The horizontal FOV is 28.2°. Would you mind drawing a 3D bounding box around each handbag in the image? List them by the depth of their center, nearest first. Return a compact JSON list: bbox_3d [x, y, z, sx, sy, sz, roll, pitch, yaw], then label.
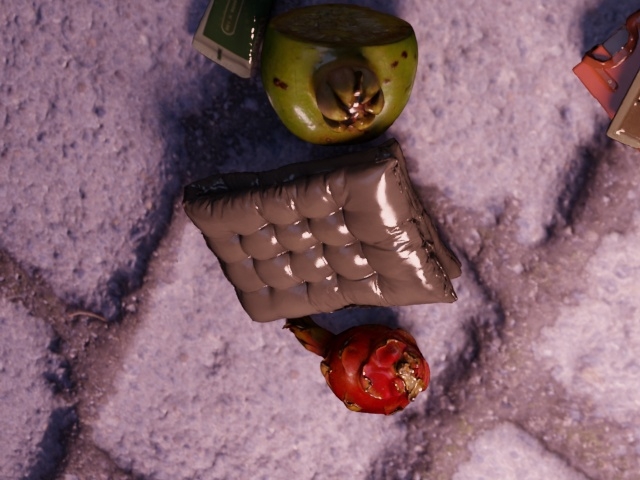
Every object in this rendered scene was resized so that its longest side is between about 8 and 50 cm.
[{"bbox_3d":[0.399,-0.171,1.472,0.127,0.063,0.190,-41,87,28],"label":"handbag"}]

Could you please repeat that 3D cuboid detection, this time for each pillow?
[{"bbox_3d":[0.000,0.000,1.637,0.326,0.101,0.228,-11,123,28],"label":"pillow"}]

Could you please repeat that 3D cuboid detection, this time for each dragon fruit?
[{"bbox_3d":[0.041,0.152,1.694,0.246,0.125,0.125,24,126,34],"label":"dragon fruit"}]

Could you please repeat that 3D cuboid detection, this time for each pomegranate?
[{"bbox_3d":[0.036,-0.187,1.556,0.241,0.189,0.159,31,128,47],"label":"pomegranate"}]

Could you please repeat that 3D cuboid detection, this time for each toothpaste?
[{"bbox_3d":[-0.064,-0.400,1.636,0.098,0.061,0.392,31,117,15],"label":"toothpaste"}]

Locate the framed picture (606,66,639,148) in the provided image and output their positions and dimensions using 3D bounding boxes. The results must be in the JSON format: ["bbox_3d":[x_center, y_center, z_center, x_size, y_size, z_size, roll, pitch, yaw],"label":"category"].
[{"bbox_3d":[0.503,-0.133,1.354,0.335,0.022,0.247,26,137,8],"label":"framed picture"}]
